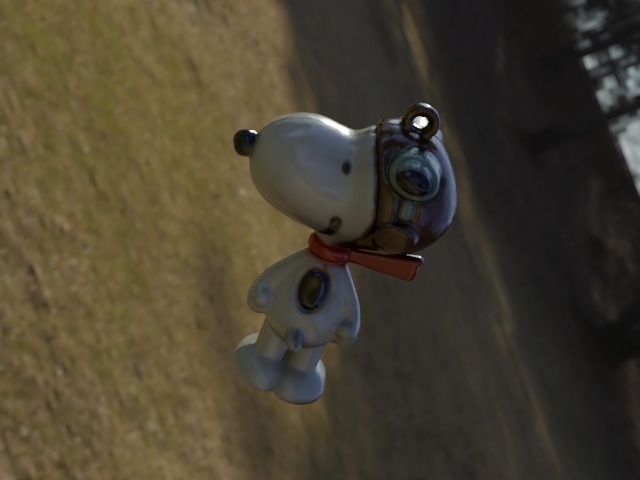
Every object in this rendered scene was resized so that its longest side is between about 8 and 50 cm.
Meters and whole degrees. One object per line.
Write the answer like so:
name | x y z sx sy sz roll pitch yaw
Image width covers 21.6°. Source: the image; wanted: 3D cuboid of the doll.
doll | 0.005 0.004 0.435 0.040 0.058 0.085 -67 160 -67
